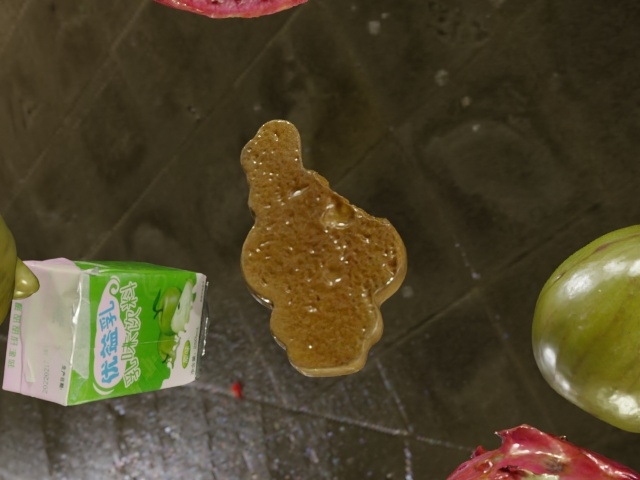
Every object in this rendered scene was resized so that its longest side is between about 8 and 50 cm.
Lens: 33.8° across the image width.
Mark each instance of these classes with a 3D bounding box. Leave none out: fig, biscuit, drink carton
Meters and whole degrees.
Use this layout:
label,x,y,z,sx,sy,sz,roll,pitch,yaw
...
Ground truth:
label,x,y,z,sx,sy,sz,roll,pitch,yaw
fig,0.242,0.046,0.728,0.142,0.148,0.186,45,128,-8
biscuit,-0.009,0.001,1.220,0.320,0.183,0.047,61,173,20
drink carton,-0.255,0.104,1.305,0.108,0.271,0.161,8,92,27

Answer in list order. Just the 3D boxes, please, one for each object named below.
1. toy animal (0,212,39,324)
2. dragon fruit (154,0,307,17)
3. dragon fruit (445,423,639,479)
label,x,y,z,sx,sy,sz,roll,pitch,yaw
toy animal,-0.341,0.088,0.647,0.181,0.363,0.180,25,149,8
dragon fruit,-0.088,-0.243,0.592,0.163,0.189,0.262,18,146,18
dragon fruit,0.310,0.375,1.306,0.249,0.386,0.371,-48,36,4
